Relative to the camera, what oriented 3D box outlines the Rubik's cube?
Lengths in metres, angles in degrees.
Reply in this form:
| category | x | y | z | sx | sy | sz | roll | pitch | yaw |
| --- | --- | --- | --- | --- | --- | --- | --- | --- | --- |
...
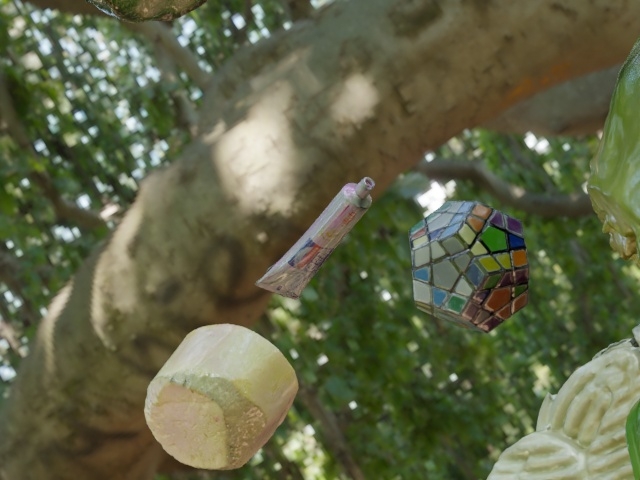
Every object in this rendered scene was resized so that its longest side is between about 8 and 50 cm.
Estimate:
| category | x | y | z | sx | sy | sz | roll | pitch | yaw |
| --- | --- | --- | --- | --- | --- | --- | --- | --- | --- |
| Rubik's cube | 0.119 | 0.020 | 0.999 | 0.111 | 0.111 | 0.093 | -40 | -12 | 27 |

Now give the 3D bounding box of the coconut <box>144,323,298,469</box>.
| category | x | y | z | sx | sy | sz | roll | pitch | yaw |
| --- | --- | --- | --- | --- | --- | --- | --- | --- | --- |
| coconut | -0.107 | 0.166 | 1.373 | 0.147 | 0.147 | 0.152 | -43 | 3 | 35 |

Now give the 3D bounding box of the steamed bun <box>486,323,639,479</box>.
| category | x | y | z | sx | sy | sz | roll | pitch | yaw |
| --- | --- | --- | --- | --- | --- | --- | --- | --- | --- |
| steamed bun | 0.350 | 0.275 | 1.204 | 0.237 | 0.346 | 0.394 | 9 | -81 | -43 |

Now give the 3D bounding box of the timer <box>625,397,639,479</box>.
| category | x | y | z | sx | sy | sz | roll | pitch | yaw |
| --- | --- | --- | --- | --- | --- | --- | --- | --- | --- |
| timer | 0.268 | 0.149 | 0.793 | 0.140 | 0.128 | 0.047 | 8 | -42 | -14 |

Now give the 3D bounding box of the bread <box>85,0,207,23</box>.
| category | x | y | z | sx | sy | sz | roll | pitch | yaw |
| --- | --- | --- | --- | --- | --- | --- | --- | --- | --- |
| bread | -0.285 | -0.554 | 2.052 | 0.366 | 0.129 | 0.382 | -48 | -41 | -27 |

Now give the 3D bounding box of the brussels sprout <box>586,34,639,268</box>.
| category | x | y | z | sx | sy | sz | roll | pitch | yaw |
| --- | --- | --- | --- | --- | --- | --- | --- | --- | --- |
| brussels sprout | 0.328 | -0.058 | 0.938 | 0.344 | 0.268 | 0.344 | -59 | 7 | 12 |

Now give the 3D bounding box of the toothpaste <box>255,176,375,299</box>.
| category | x | y | z | sx | sy | sz | roll | pitch | yaw |
| --- | --- | --- | --- | --- | --- | --- | --- | --- | --- |
| toothpaste | 0.000 | 0.000 | 1.095 | 0.045 | 0.028 | 0.170 | 19 | -45 | -23 |
